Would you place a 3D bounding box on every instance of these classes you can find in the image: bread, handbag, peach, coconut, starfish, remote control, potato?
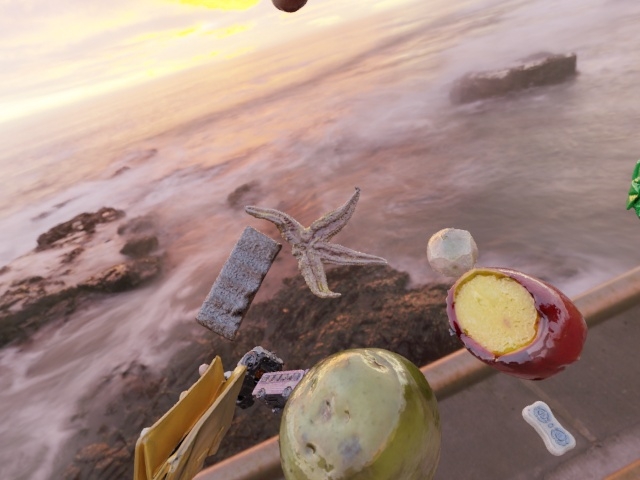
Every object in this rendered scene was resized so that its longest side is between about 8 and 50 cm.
[{"bbox_3d":[-0.305,0.158,1.649,0.416,0.165,0.113,-64,3,-11],"label":"bread"},{"bbox_3d":[-0.340,0.514,1.143,0.133,0.282,0.401,16,19,9],"label":"handbag"},{"bbox_3d":[-0.059,-0.474,0.819,0.083,0.083,0.083,-15,25,7],"label":"peach"},{"bbox_3d":[0.483,0.041,1.605,0.195,0.194,0.194,-15,25,7],"label":"coconut"},{"bbox_3d":[0.000,0.006,1.435,0.384,0.397,0.132,-22,-17,-7],"label":"starfish"},{"bbox_3d":[0.551,0.452,1.052,0.075,0.032,0.122,-15,49,-23],"label":"remote control"},{"bbox_3d":[0.339,0.142,0.779,0.226,0.189,0.196,30,54,8],"label":"peach"},{"bbox_3d":[0.044,0.214,0.455,0.149,0.228,0.196,9,72,32],"label":"potato"}]

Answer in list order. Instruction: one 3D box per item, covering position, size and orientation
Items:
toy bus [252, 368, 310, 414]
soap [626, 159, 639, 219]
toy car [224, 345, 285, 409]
[{"bbox_3d":[-0.102,0.453,1.313,0.199,0.096,0.108,-19,31,38],"label":"toy bus"},{"bbox_3d":[0.514,-0.037,0.500,0.274,0.097,0.218,3,16,-21],"label":"soap"},{"bbox_3d":[-0.290,0.531,1.660,0.301,0.193,0.118,-39,44,5],"label":"toy car"}]
